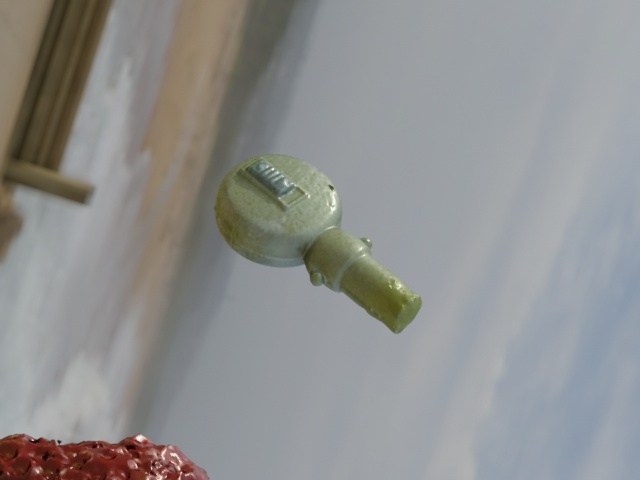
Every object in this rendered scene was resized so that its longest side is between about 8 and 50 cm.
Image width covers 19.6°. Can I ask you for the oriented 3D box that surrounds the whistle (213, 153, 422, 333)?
[{"bbox_3d":[0.000,0.000,1.484,0.104,0.198,0.057,-33,149,-36],"label":"whistle"}]

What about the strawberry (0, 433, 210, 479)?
[{"bbox_3d":[-0.183,0.214,1.605,0.190,0.236,0.111,108,6,-67],"label":"strawberry"}]
